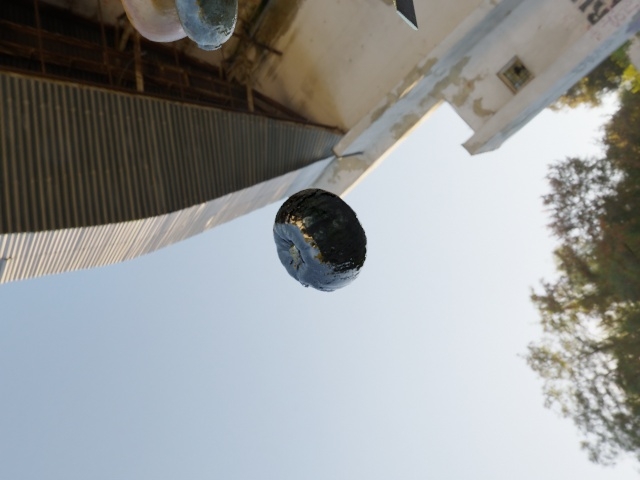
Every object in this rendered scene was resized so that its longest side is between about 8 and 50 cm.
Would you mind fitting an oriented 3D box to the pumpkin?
[{"bbox_3d":[0.000,0.000,1.054,0.163,0.233,0.233,-30,-103,-26],"label":"pumpkin"}]

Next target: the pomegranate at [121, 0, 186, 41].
[{"bbox_3d":[-0.506,-0.839,1.614,0.338,0.338,0.338,23,-136,-24],"label":"pomegranate"}]

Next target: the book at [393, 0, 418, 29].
[{"bbox_3d":[0.232,-0.703,1.386,0.127,0.014,0.182,6,-108,-52],"label":"book"}]

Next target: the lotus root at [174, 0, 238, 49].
[{"bbox_3d":[-0.321,-0.699,1.346,0.174,0.350,0.175,-1,-139,1],"label":"lotus root"}]
